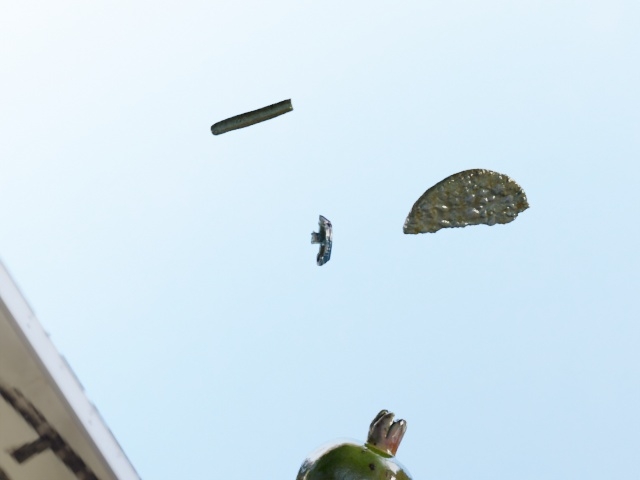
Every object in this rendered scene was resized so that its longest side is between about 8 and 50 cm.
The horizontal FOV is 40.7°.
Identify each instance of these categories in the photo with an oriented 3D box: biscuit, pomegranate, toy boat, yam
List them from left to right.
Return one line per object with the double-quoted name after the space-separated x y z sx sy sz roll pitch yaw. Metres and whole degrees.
-0.090 -0.162 1.137 0.116 0.021 0.021 -18 -152 3 "yam"
0.000 0.000 1.385 0.038 0.083 0.038 4 177 0 "toy boat"
0.062 0.340 1.222 0.180 0.180 0.210 13 -114 48 "pomegranate"
0.313 -0.089 1.827 0.289 0.141 0.038 -6 -148 -12 "biscuit"
